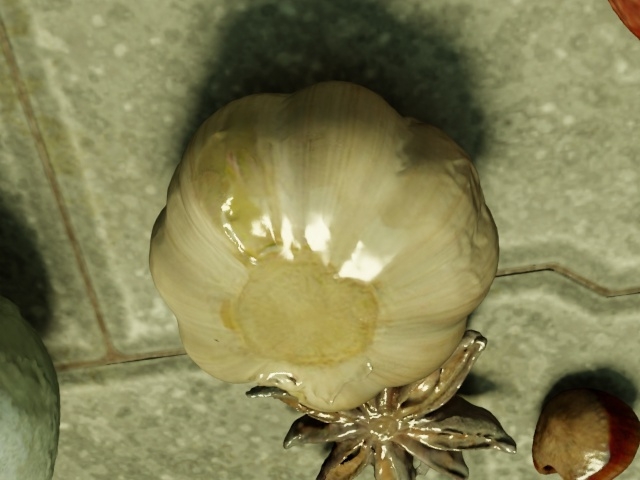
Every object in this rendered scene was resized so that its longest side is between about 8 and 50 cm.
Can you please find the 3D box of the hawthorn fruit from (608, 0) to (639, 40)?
[{"bbox_3d":[0.239,-0.157,0.570,0.207,0.207,0.243,-16,105,10],"label":"hawthorn fruit"}]

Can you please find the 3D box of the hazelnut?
[{"bbox_3d":[0.202,0.153,0.837,0.086,0.086,0.086,0,121,1],"label":"hazelnut"}]

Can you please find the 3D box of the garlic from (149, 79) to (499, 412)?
[{"bbox_3d":[0.004,-0.001,0.699,0.228,0.152,0.228,0,129,-1],"label":"garlic"}]

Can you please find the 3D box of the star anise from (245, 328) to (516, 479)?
[{"bbox_3d":[0.047,0.120,0.826,0.195,0.065,0.182,-37,109,25],"label":"star anise"}]

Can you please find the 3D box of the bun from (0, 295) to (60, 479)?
[{"bbox_3d":[-0.355,0.117,0.743,0.362,0.211,0.362,-1,124,-1],"label":"bun"}]
